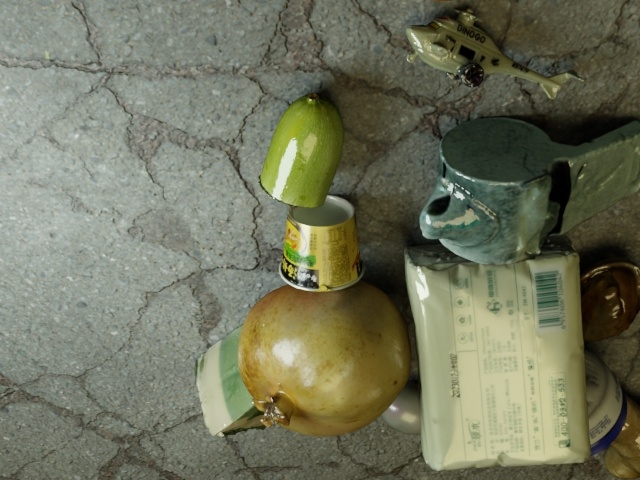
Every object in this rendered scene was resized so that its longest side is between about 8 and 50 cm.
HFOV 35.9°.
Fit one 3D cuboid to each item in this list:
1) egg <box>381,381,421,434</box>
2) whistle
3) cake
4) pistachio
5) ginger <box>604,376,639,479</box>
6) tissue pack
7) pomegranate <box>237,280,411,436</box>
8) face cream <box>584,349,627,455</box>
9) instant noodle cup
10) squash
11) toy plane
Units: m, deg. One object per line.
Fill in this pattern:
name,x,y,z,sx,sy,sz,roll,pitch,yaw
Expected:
egg,0.183,0.340,1.994,0.135,0.103,0.103,18,127,-18
whistle,0.353,-0.086,1.588,0.405,0.188,0.168,-4,130,0
cake,-0.092,0.319,1.923,0.158,0.172,0.283,-36,125,27
pistachio,0.517,0.118,1.810,0.165,0.130,0.210,11,137,-16
ginger,0.683,0.415,2.106,0.375,0.166,0.236,39,159,-4
tissue pack,0.305,0.190,1.723,0.297,0.207,0.380,-3,100,4
pomegranate,0.000,0.205,1.727,0.319,0.319,0.319,-1,130,-2
face cream,0.480,0.312,1.919,0.206,0.206,0.111,-27,126,19
instant noodle cup,0.000,0.000,1.679,0.151,0.151,0.122,-4,120,0
squash,-0.024,-0.152,1.562,0.123,0.123,0.187,10,125,-11
toy plane,0.259,-0.276,1.498,0.286,0.092,0.108,20,101,-16
